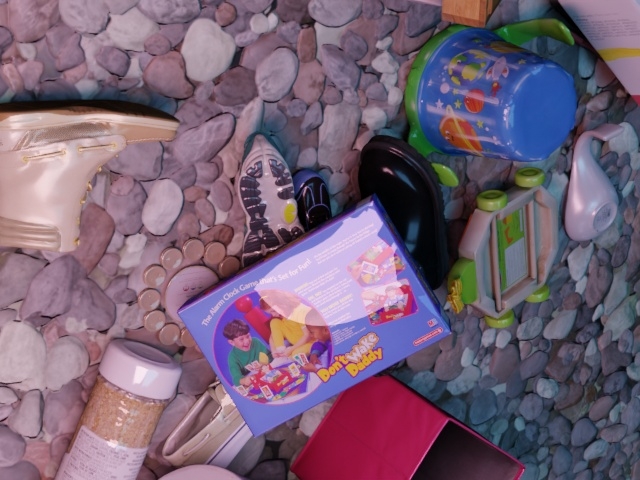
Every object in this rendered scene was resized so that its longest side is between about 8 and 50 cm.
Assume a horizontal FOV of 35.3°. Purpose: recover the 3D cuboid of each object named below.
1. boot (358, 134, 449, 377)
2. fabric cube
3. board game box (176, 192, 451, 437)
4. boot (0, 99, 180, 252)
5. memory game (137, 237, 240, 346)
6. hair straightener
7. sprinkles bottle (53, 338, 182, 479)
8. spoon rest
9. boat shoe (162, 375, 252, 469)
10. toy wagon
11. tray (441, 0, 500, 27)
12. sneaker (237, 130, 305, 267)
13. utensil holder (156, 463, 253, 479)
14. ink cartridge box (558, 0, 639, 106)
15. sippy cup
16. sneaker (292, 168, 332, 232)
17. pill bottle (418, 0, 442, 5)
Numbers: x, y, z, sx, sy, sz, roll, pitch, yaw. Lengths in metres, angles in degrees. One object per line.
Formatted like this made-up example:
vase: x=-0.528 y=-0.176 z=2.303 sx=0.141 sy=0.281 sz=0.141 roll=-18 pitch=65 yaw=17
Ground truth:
boot: x=0.105 y=0.030 z=1.655 sx=0.260 sy=0.131 sz=0.348 roll=-52 pitch=134 yaw=-37
fabric cube: x=0.154 y=0.414 z=1.815 sx=0.254 sy=0.258 sz=0.259 roll=36 pitch=85 yaw=-38
board game box: x=-0.009 y=0.116 z=1.537 sx=0.347 sy=0.078 sz=0.233 roll=-29 pitch=97 yaw=11
boot: x=-0.327 y=-0.089 z=1.401 sx=0.262 sy=0.095 sz=0.203 roll=-5 pitch=110 yaw=-31
memory game: x=-0.204 y=0.084 z=1.602 sx=0.186 sy=0.012 sz=0.186 roll=-13 pitch=114 yaw=-31
hair straightener: x=0.508 y=-0.401 z=1.881 sx=0.230 sy=0.047 sz=0.089 roll=19 pitch=96 yaw=-34
sprinkles bottle: x=-0.331 y=0.332 z=1.539 sx=0.121 sy=0.121 sz=0.355 roll=20 pitch=96 yaw=-37
spoon rest: x=0.546 y=-0.117 z=2.009 sx=0.137 sy=0.084 sz=0.276 roll=-24 pitch=133 yaw=-24
boat shoe: x=-0.141 y=0.264 z=1.655 sx=0.094 sy=0.109 sz=0.302 roll=36 pitch=89 yaw=-36
toy wagon: x=0.332 y=0.028 z=1.870 sx=0.344 sy=0.068 sz=0.267 roll=-28 pitch=121 yaw=-37
tray: x=0.292 y=-0.518 z=1.526 sx=0.411 sy=0.076 sz=0.202 roll=-56 pitch=154 yaw=-39
sneaker: x=-0.078 y=-0.048 z=1.580 sx=0.107 sy=0.110 sz=0.275 roll=-7 pitch=131 yaw=-8
utensil holder: x=-0.110 y=0.563 z=1.610 sx=0.327 sy=0.328 sz=0.385 roll=-54 pitch=137 yaw=-5
ink cartridge box: x=0.639 y=-0.441 z=1.859 sx=0.385 sy=0.160 sz=0.279 roll=37 pitch=73 yaw=-37
sippy cup: x=0.299 y=-0.235 z=1.693 sx=0.240 sy=0.224 sz=0.305 roll=3 pitch=105 yaw=-36
sneaker: x=0.000 y=0.000 z=1.660 sx=0.081 sy=0.090 sz=0.232 roll=-18 pitch=117 yaw=-28
pill bottle: x=0.158 y=-0.518 z=1.526 sx=0.169 sy=0.169 sz=0.301 roll=3 pitch=106 yaw=-35
